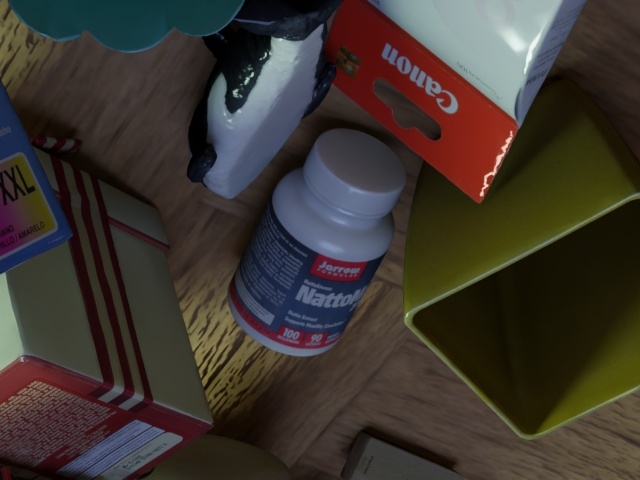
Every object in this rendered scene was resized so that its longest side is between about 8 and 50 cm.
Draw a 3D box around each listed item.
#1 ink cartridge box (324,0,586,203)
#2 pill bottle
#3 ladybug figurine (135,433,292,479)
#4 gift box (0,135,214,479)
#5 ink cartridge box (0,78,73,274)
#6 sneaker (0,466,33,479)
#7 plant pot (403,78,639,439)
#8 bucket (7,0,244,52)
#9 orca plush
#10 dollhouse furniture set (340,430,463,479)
[{"bbox_3d":[0.083,-0.159,1.277,0.066,0.189,0.232,-23,148,-49],"label":"ink cartridge box"},{"bbox_3d":[0.000,0.000,1.448,0.108,0.108,0.180,14,128,-17],"label":"pill bottle"},{"bbox_3d":[-0.190,0.345,1.591,0.162,0.305,0.449,37,114,14],"label":"ladybug figurine"},{"bbox_3d":[-0.256,0.079,1.404,0.255,0.258,0.276,-31,146,18],"label":"gift box"},{"bbox_3d":[-0.370,-0.125,1.147,0.270,0.151,0.395,-18,101,42],"label":"ink cartridge box"},{"bbox_3d":[-0.241,0.236,1.340,0.125,0.104,0.262,-24,143,33],"label":"sneaker"},{"bbox_3d":[0.190,0.001,1.407,0.212,0.187,0.212,-29,134,18],"label":"plant pot"},{"bbox_3d":[-0.130,-0.287,1.137,0.281,0.183,0.281,-3,130,-3],"label":"bucket"},{"bbox_3d":[-0.070,-0.130,1.310,0.151,0.102,0.287,-42,171,-11],"label":"orca plush"},{"bbox_3d":[0.029,0.263,1.735,0.144,0.123,0.151,25,89,-25],"label":"dollhouse furniture set"}]
